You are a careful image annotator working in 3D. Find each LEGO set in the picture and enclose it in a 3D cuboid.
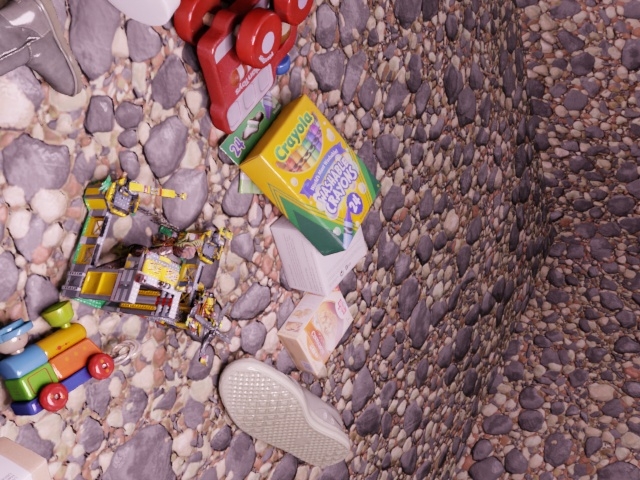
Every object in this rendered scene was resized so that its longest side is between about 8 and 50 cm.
[{"bbox_3d":[-0.247,0.039,1.041,0.331,0.192,0.255,46,53,-47],"label":"LEGO set"}]

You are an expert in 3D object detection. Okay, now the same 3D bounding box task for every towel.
[{"bbox_3d":[-0.130,-0.174,1.319,0.113,0.023,0.152,-3,102,-51],"label":"towel"}]

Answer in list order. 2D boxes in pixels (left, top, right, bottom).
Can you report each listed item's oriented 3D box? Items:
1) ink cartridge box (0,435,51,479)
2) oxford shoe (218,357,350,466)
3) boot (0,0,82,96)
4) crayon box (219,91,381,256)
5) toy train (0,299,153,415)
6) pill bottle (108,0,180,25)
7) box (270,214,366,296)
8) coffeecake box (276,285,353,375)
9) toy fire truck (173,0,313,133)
[{"bbox_3d":[-0.433,0.393,0.746,0.234,0.088,0.193,-40,138,-52],"label":"ink cartridge box"},{"bbox_3d":[-0.081,0.385,1.439,0.449,0.169,0.130,47,20,-39],"label":"oxford shoe"},{"bbox_3d":[-0.442,-0.228,0.836,0.208,0.076,0.190,-47,151,-28],"label":"boot"},{"bbox_3d":[-0.029,-0.150,1.287,0.323,0.083,0.203,46,53,-22],"label":"crayon box"},{"bbox_3d":[-0.392,0.157,0.994,0.248,0.105,0.143,-35,108,-50],"label":"toy train"},{"bbox_3d":[-0.229,-0.497,0.981,0.169,0.169,0.302,45,63,-48],"label":"pill bottle"},{"bbox_3d":[0.000,0.000,1.447,0.181,0.119,0.182,-44,132,-38],"label":"box"},{"bbox_3d":[-0.009,0.211,1.529,0.185,0.068,0.142,-53,135,-32],"label":"coffeecake box"},{"bbox_3d":[-0.127,-0.382,1.179,0.302,0.169,0.254,-57,162,-27],"label":"toy fire truck"}]
